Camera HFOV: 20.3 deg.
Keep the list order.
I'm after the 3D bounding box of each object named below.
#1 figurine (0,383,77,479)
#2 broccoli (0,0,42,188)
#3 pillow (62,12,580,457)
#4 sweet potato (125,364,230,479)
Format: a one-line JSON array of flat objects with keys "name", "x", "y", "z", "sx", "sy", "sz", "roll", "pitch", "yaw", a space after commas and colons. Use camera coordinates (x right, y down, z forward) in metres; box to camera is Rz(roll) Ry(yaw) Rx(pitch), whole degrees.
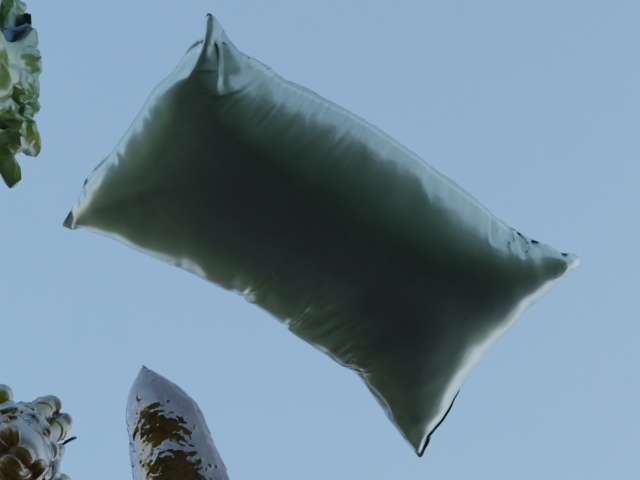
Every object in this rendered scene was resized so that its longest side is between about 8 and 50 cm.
[{"name": "figurine", "x": -0.248, "y": 0.164, "z": 1.489, "sx": 0.068, "sy": 0.143, "sz": 0.101, "roll": -31, "pitch": -61, "yaw": 16}, {"name": "broccoli", "x": -0.162, "y": -0.181, "z": 0.850, "sx": 0.397, "sy": 0.353, "sz": 0.275, "roll": -12, "pitch": -104, "yaw": -19}, {"name": "pillow", "x": 0.000, "y": 0.001, "z": 0.987, "sx": 0.254, "sy": 0.078, "sz": 0.144, "roll": 33, "pitch": -87, "yaw": -9}, {"name": "sweet potato", "x": -0.075, "y": 0.159, "z": 1.034, "sx": 0.060, "sy": 0.206, "sz": 0.068, "roll": -25, "pitch": -37, "yaw": 16}]
